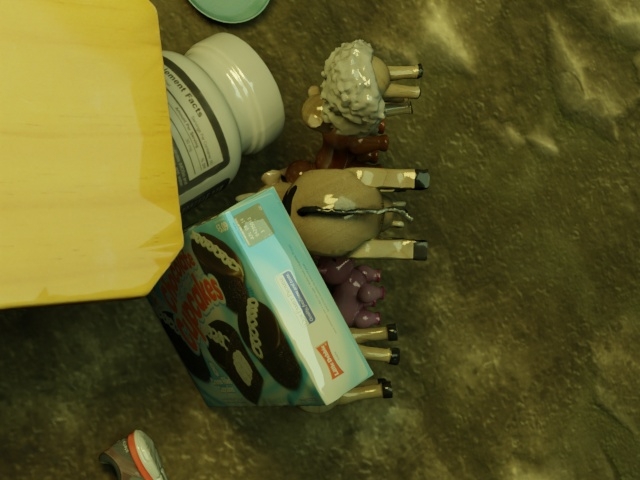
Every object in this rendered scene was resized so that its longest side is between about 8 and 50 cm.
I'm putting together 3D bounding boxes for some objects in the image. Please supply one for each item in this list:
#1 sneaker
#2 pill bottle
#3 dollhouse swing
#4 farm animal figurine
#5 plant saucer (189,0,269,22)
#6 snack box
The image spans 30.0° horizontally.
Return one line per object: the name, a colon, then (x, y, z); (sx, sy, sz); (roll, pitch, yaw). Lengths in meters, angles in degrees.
sneaker: (-0.179, 0.274, 1.225); (0.065, 0.061, 0.158); (-23, 91, -1)
pill bottle: (-0.182, -0.095, 1.217); (0.278, 0.162, 0.162); (-34, 97, -27)
dollhouse swing: (-0.339, -0.071, 1.077); (0.305, 0.315, 0.347); (-3, 83, -38)
farm animal figurine: (0.000, 0.000, 1.231); (0.172, 0.327, 0.330); (0, 74, -9)
plant saucer: (-0.112, -0.303, 1.366); (0.119, 0.021, 0.119); (5, 79, -25)
snack box: (-0.081, 0.067, 1.148); (0.060, 0.322, 0.187); (-30, 95, -24)
